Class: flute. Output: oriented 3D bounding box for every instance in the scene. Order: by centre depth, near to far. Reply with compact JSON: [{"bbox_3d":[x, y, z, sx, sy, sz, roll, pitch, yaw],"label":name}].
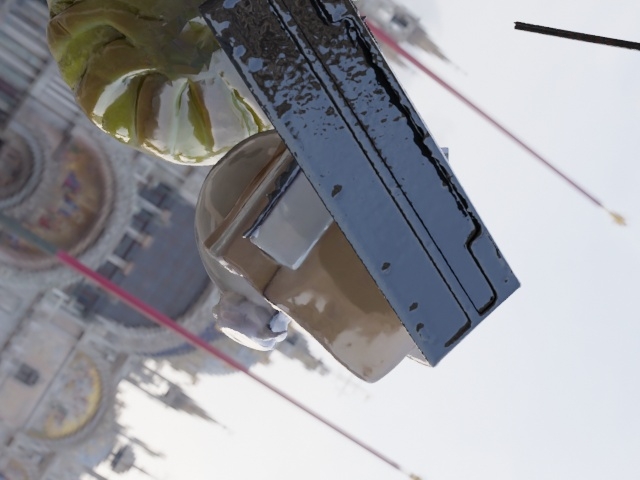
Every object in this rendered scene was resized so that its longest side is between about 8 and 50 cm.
[{"bbox_3d":[0.385,-0.268,1.521,0.269,0.014,0.014,16,-114,27],"label":"flute"}]

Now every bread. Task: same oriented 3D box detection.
[{"bbox_3d":[-0.113,-0.228,1.095,0.333,0.333,0.160,-51,-164,13],"label":"bread"}]

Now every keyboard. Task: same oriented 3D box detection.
[{"bbox_3d":[0.024,-0.036,0.498,0.063,0.198,0.010,-40,-158,-16],"label":"keyboard"}]

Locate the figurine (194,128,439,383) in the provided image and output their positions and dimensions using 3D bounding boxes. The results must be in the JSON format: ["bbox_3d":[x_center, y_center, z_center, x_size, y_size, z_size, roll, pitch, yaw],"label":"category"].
[{"bbox_3d":[-0.003,-0.002,0.702,0.162,0.141,0.237,-58,-161,-5],"label":"figurine"}]

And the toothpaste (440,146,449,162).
[{"bbox_3d":[0.118,-0.010,1.143,0.028,0.045,0.170,-3,-90,55],"label":"toothpaste"}]
